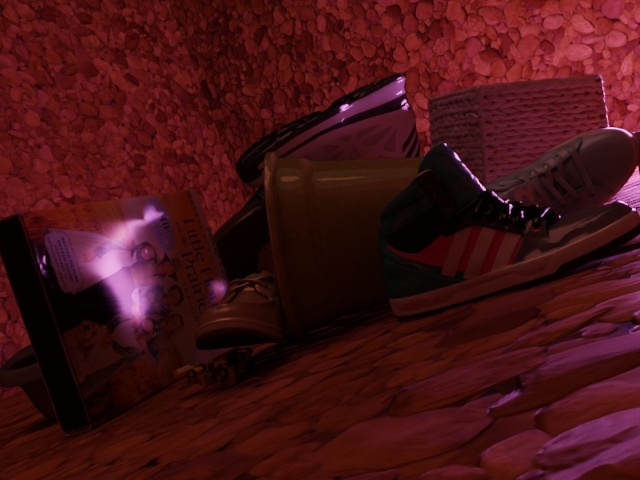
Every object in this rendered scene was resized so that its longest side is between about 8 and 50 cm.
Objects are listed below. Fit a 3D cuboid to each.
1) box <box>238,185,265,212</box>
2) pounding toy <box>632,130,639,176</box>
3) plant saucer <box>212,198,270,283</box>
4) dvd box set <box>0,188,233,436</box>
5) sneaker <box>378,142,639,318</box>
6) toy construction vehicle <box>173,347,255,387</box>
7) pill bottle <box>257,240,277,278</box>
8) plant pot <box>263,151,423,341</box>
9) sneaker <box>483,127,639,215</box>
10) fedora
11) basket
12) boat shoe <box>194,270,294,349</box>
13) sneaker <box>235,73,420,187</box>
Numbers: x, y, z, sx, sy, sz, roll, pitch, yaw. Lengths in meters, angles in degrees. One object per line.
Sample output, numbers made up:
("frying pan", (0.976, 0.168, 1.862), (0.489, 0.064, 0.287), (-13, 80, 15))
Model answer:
("box", (-0.106, -0.045, 1.582), (0.158, 0.093, 0.156), (-47, -25, 20))
("pounding toy", (0.645, -0.155, 1.126), (0.206, 0.094, 0.181), (-10, 1, 33))
("plant saucer", (-0.132, 0.008, 1.470), (0.311, 0.050, 0.310), (-29, -27, -16))
("dvd box set", (-0.287, 0.083, 1.086), (0.062, 0.307, 0.420), (-18, 0, 25))
("sneaker", (0.189, -0.035, 0.776), (0.295, 0.178, 0.124), (-21, 0, 25))
("toy construction vehicle", (-0.128, 0.167, 0.861), (0.098, 0.035, 0.086), (-11, 6, 32))
("pill bottle", (0.031, 0.036, 1.471), (0.301, 0.169, 0.169), (-21, 0, -28))
("plant pot", (0.071, -0.011, 0.973), (0.254, 0.276, 0.276), (-9, 0, 3))
("sneaker", (0.349, -0.061, 1.121), (0.366, 0.135, 0.150), (-33, -4, 22))
("fedora", (-0.453, 0.242, 1.248), (0.244, 0.124, 0.275), (-23, 9, -25))
("basket", (0.457, -0.230, 1.597), (0.331, 0.266, 0.328), (-7, 8, -12))
("boat shoe", (-0.096, 0.093, 0.921), (0.109, 0.098, 0.302), (-7, -8, 10))
("sneaker", (0.054, -0.155, 1.421), (0.447, 0.257, 0.169), (-32, 16, -28))
